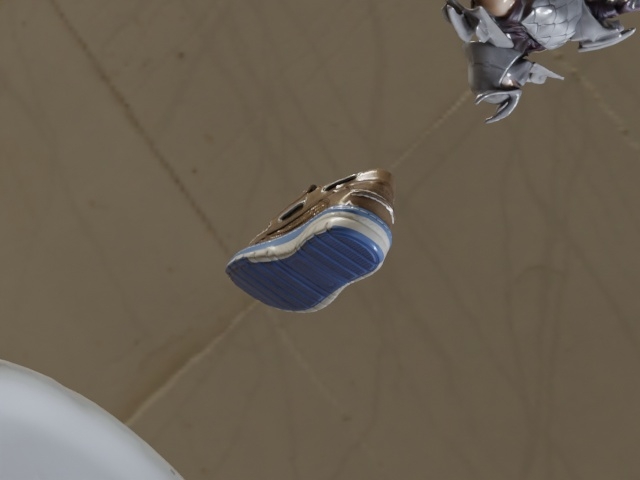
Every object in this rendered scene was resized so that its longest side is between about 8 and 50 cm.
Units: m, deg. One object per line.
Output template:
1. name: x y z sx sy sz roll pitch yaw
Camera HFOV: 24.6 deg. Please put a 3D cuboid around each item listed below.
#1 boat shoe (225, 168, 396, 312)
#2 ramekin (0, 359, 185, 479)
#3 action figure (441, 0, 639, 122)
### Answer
1. boat shoe: 0.000 0.000 0.994 0.066 0.066 0.183 37 -28 -20
2. ramekin: -0.098 0.152 0.408 0.127 0.273 0.273 -37 -107 15
3. action figure: 0.170 -0.205 0.954 0.099 0.185 0.285 27 -87 18
